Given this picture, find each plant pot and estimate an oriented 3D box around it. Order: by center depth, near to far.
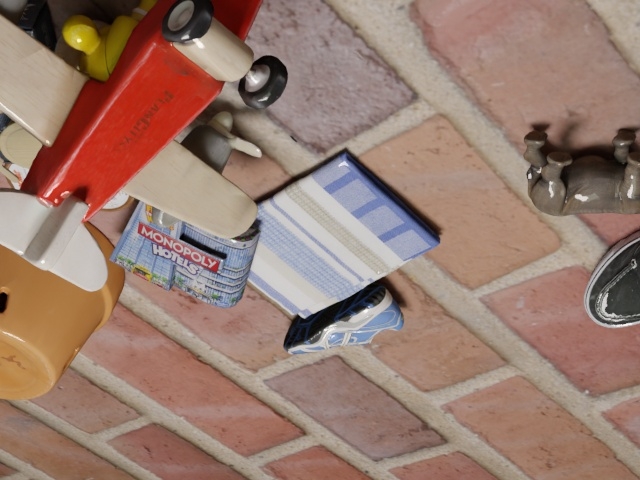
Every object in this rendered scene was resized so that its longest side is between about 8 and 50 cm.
[{"bbox_3d":[-0.459,0.098,1.540,0.291,0.203,0.291,7,140,6],"label":"plant pot"}]

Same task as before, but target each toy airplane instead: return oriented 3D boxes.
[{"bbox_3d":[-0.244,-0.143,1.158,0.384,0.272,0.386,-13,129,-21],"label":"toy airplane"}]

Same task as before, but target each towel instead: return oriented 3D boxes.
[{"bbox_3d":[0.000,0.000,1.449,0.285,0.034,0.209,-30,123,36],"label":"towel"}]

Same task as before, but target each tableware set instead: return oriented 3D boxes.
[{"bbox_3d":[-0.380,-0.157,1.260,0.128,0.039,0.194,-22,139,17],"label":"tableware set"}]

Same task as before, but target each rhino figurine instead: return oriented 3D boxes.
[{"bbox_3d":[0.364,-0.073,1.247,0.243,0.073,0.106,2,135,8],"label":"rhino figurine"}]

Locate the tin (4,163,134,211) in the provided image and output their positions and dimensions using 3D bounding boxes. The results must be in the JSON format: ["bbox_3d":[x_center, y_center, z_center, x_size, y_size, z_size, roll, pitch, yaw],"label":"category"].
[{"bbox_3d":[-0.340,-0.088,1.425,0.189,0.040,0.106,5,135,8],"label":"tin"}]

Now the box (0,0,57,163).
[{"bbox_3d":[-0.410,-0.195,1.297,0.183,0.059,0.233,5,140,5],"label":"box"}]

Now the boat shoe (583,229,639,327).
[{"bbox_3d":[0.449,0.037,1.303,0.306,0.105,0.113,-33,97,39],"label":"boat shoe"}]

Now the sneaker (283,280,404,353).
[{"bbox_3d":[0.031,0.134,1.560,0.211,0.080,0.081,-24,126,36],"label":"sneaker"}]

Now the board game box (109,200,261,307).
[{"bbox_3d":[-0.187,-0.009,1.432,0.194,0.060,0.194,27,137,8],"label":"board game box"}]
